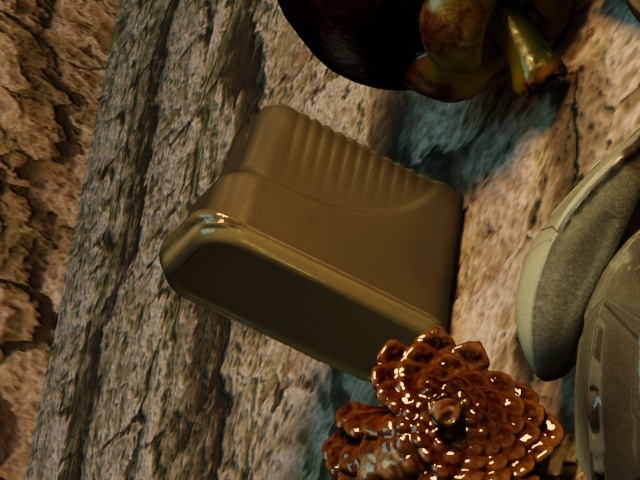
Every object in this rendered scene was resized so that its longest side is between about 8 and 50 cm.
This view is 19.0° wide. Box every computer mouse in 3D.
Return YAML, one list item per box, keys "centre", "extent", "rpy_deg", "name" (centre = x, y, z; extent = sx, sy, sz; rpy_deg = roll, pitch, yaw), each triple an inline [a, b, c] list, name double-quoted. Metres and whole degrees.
- centre: [0.227, 0.078, 1.382]
  extent: [0.126, 0.071, 0.231]
  rpy_deg: [4, 75, 70]
  name: "computer mouse"
- centre: [0.202, -0.001, 1.473]
  extent: [0.229, 0.068, 0.113]
  rpy_deg: [-67, -15, 12]
  name: "computer mouse"

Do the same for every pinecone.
- centre: [0.084, 0.191, 1.499]
  extent: [0.212, 0.169, 0.185]
  rpy_deg: [-52, 27, 39]
  name: "pinecone"

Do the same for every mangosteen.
- centre: [0.101, -0.283, 1.782]
  extent: [0.313, 0.297, 0.296]
  rpy_deg: [0, 70, 58]
  name: "mangosteen"

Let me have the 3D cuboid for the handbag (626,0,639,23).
- centre: [0.346, -0.348, 1.352]
  extent: [0.327, 0.163, 0.325]
  rpy_deg: [-52, 13, 54]
  name: "handbag"

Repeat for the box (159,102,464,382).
- centre: [0.000, 0.000, 1.785]
  extent: [0.138, 0.274, 0.178]
  rpy_deg: [-41, 27, 51]
  name: "box"
